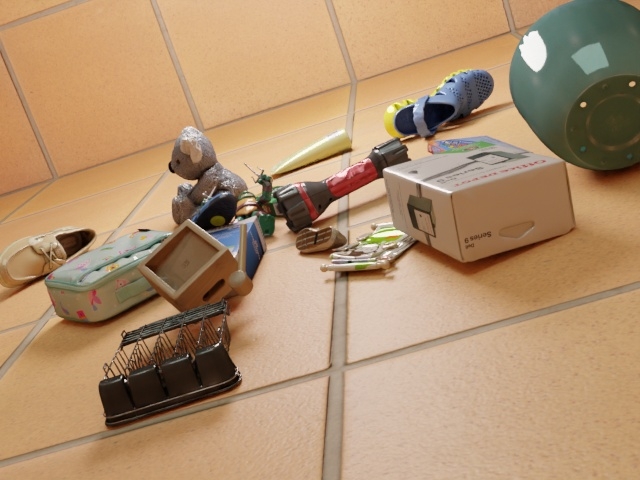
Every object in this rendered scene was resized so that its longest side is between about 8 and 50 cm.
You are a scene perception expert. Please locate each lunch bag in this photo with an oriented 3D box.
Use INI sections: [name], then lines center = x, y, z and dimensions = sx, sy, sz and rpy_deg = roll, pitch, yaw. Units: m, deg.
[lunch bag]
center = -0.404, 0.065, 1.944
dimensions = 0.279, 0.108, 0.224
rpy_deg = -31, 20, -36

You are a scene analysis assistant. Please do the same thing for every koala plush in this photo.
[koala plush]
center = -0.313, -0.186, 2.465
dimensions = 0.203, 0.221, 0.196
rpy_deg = -18, 16, 3

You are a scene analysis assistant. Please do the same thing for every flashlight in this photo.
[flashlight]
center = 0.051, -0.127, 2.038
dimensions = 0.304, 0.103, 0.103
rpy_deg = -28, 44, -8

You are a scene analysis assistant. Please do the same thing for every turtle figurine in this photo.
[turtle figurine]
center = -0.169, -0.076, 2.134
dimensions = 0.175, 0.118, 0.234
rpy_deg = -33, 31, 8

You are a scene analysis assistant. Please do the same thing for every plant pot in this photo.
[plant pot]
center = 0.509, -0.261, 1.710
dimensions = 0.293, 0.293, 0.235
rpy_deg = -16, 31, 9

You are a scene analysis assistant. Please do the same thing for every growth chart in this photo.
[growth chart]
center = 0.101, 0.010, 1.716
dimensions = 0.172, 0.021, 0.237
rpy_deg = -6, 18, 35

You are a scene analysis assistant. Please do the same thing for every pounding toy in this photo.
[pounding toy]
center = -0.181, 0.055, 1.644
dimensions = 0.181, 0.094, 0.206
rpy_deg = -45, 49, -14

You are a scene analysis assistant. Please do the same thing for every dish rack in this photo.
[dish rack]
center = -0.227, 0.175, 1.461
dimensions = 0.208, 0.074, 0.271
rpy_deg = -17, 14, 1

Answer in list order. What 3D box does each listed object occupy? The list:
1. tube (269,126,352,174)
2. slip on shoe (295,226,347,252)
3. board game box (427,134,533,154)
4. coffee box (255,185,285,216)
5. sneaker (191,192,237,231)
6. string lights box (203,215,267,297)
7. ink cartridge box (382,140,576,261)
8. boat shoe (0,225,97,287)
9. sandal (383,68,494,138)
[tube]
center = -0.031, -0.239, 2.632
dimensions = 0.240, 0.062, 0.070
rpy_deg = -24, -27, -1
[slip on shoe]
center = 0.000, 0.000, 1.833
dimensions = 0.041, 0.051, 0.135
rpy_deg = 22, -20, -31
[board game box]
center = 0.339, -0.191, 2.041
dimensions = 0.145, 0.027, 0.281
rpy_deg = -6, 14, -9
[coffee box]
center = -0.090, -0.095, 2.236
dimensions = 0.113, 0.040, 0.184
rpy_deg = -30, 20, -34
[sneaker]
center = -0.238, -0.048, 2.009
dimensions = 0.209, 0.069, 0.082
rpy_deg = -52, 30, 42
[string lights box]
center = -0.195, 0.037, 1.856
dimensions = 0.133, 0.077, 0.259
rpy_deg = -15, 16, 11
[ink cartridge box]
center = 0.260, -0.074, 1.593
dimensions = 0.211, 0.121, 0.289
rpy_deg = -17, 16, -14
[boat shoe]
center = -0.690, 0.031, 2.392
dimensions = 0.098, 0.109, 0.302
rpy_deg = -10, 13, 32
[sandal]
center = 0.330, -0.352, 2.495
dimensions = 0.317, 0.126, 0.138
rpy_deg = -31, 22, -11
